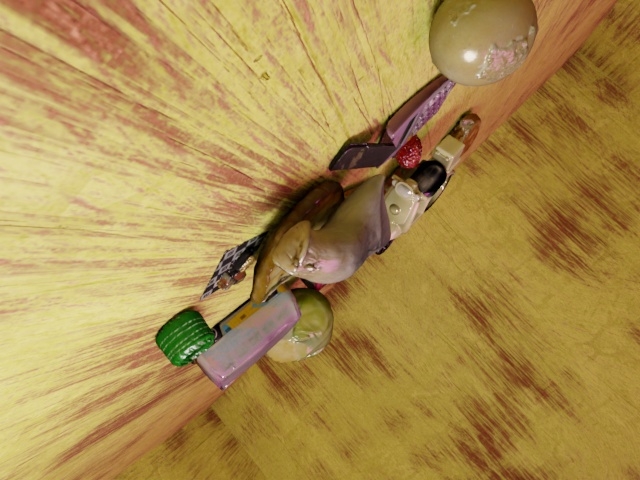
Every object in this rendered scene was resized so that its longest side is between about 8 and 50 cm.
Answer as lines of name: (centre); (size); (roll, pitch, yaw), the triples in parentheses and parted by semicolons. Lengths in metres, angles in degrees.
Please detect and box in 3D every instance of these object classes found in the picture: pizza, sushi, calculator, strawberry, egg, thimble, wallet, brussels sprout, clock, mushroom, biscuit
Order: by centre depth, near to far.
egg: (0.254, -0.327, 0.661); (0.201, 0.164, 0.164); (-30, 164, -44)
mushroom: (0.038, -0.005, 0.882); (0.397, 0.125, 0.178); (-40, 131, -52)
wallet: (0.093, -0.182, 0.897); (0.156, 0.018, 0.082); (-12, 158, -40)
sushi: (-0.184, 0.066, 0.928); (0.139, 0.031, 0.201); (-32, 165, -46)
thimble: (-0.305, 0.224, 0.941); (0.118, 0.090, 0.130); (-39, 168, -6)
biscuit: (-0.046, -0.008, 0.995); (0.329, 0.078, 0.335); (-56, 168, 22)
calculator: (0.237, -0.308, 1.010); (0.294, 0.043, 0.194); (-43, 169, -19)
strawberry: (0.247, -0.253, 1.164); (0.083, 0.083, 0.097); (-27, 129, -57)
clock: (0.289, -0.138, 1.282); (0.379, 0.120, 0.277); (-45, 160, -25)
brussels sprout: (-0.096, 0.333, 1.604); (0.344, 0.268, 0.344); (-33, -167, 8)
pizza: (0.588, -0.435, 1.691); (0.268, 0.087, 0.258); (-38, 164, -33)

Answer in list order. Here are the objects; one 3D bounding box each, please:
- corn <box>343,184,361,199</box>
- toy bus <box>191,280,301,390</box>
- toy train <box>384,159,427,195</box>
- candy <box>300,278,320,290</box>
corn: (0.113, -0.123, 1.191); (0.068, 0.068, 0.207); (-49, 168, 31)
toy bus: (-0.226, 0.299, 1.346); (0.386, 0.162, 0.171); (-38, 168, -28)
toy train: (0.270, -0.180, 1.483); (0.285, 0.116, 0.177); (-47, 156, 25)
candy: (0.015, 0.102, 1.637); (0.157, 0.100, 0.306); (-41, 169, -18)
